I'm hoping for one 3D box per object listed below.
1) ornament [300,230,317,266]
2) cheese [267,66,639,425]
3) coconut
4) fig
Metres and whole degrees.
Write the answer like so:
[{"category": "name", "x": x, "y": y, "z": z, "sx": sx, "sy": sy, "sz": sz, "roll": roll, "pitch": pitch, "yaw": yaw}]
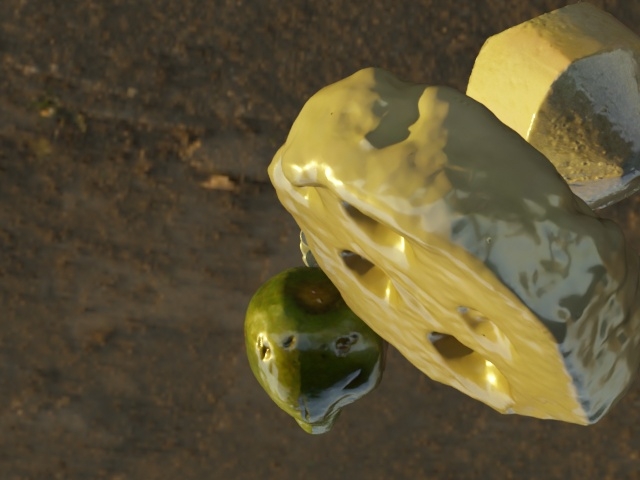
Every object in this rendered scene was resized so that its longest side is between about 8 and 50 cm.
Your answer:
[{"category": "ornament", "x": -0.001, "y": 0.000, "z": 1.598, "sx": 0.041, "sy": 0.068, "sz": 0.092, "roll": 38, "pitch": 155, "yaw": 9}, {"category": "cheese", "x": 0.097, "y": 0.010, "z": 0.947, "sx": 0.318, "sy": 0.115, "sz": 0.326, "roll": 41, "pitch": 163, "yaw": -8}, {"category": "coconut", "x": 0.307, "y": -0.151, "z": 1.492, "sx": 0.239, "sy": 0.244, "sz": 0.239, "roll": -13, "pitch": 127, "yaw": -18}, {"category": "fig", "x": -0.011, "y": 0.180, "z": 1.759, "sx": 0.206, "sy": 0.206, "sz": 0.275, "roll": 5, "pitch": 128, "yaw": -3}]
